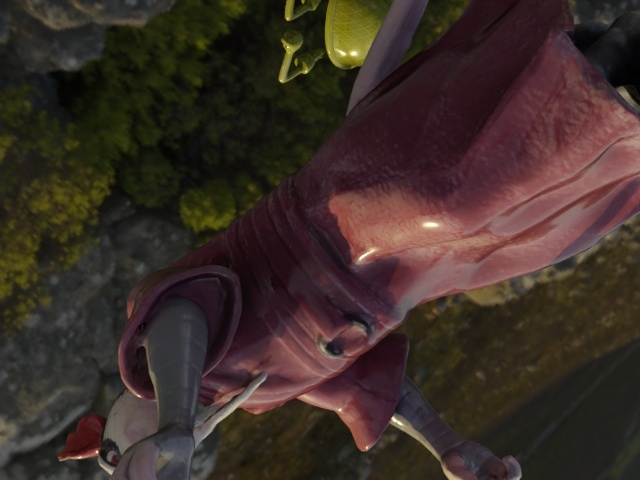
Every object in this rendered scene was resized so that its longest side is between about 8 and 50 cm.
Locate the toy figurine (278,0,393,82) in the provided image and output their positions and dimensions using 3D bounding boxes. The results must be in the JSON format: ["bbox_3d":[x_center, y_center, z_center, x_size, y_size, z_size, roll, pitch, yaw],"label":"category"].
[{"bbox_3d":[0.107,-0.292,0.926,0.191,0.217,0.362,-35,142,-48],"label":"toy figurine"}]

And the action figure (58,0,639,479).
[{"bbox_3d":[0.000,0.000,0.485,0.370,0.275,0.248,-35,148,14],"label":"action figure"}]
